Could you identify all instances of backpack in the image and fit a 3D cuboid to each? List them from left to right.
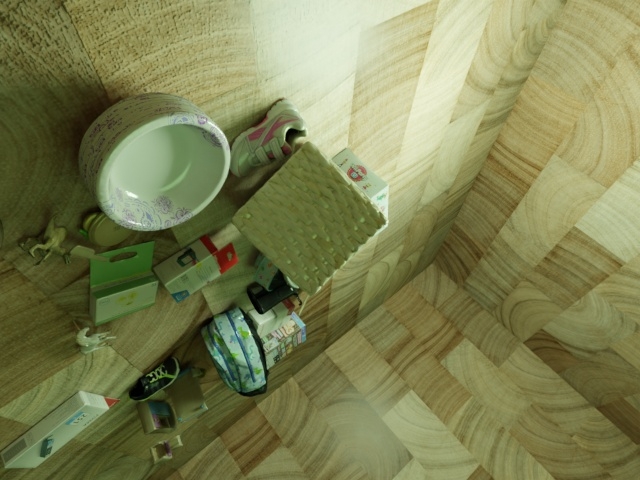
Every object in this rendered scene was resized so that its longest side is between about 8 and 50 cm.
[{"bbox_3d":[-0.347,0.445,1.673,0.274,0.290,0.355,-7,133,-24],"label":"backpack"},{"bbox_3d":[-0.168,0.097,1.537,0.165,0.144,0.188,-60,169,31],"label":"backpack"}]

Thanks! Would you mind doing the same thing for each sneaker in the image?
[{"bbox_3d":[-0.654,0.553,1.586,0.235,0.084,0.097,-44,155,0],"label":"sneaker"},{"bbox_3d":[-0.136,-0.255,1.074,0.252,0.111,0.103,-45,156,3],"label":"sneaker"}]

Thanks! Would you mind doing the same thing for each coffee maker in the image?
[{"bbox_3d":[-0.192,0.233,1.690,0.178,0.171,0.120,-32,159,-24],"label":"coffee maker"}]

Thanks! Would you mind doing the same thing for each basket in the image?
[{"bbox_3d":[-0.031,-0.074,1.177,0.328,0.331,0.266,-45,-175,4],"label":"basket"}]

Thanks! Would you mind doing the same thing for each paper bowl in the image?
[{"bbox_3d":[-0.345,-0.170,0.841,0.284,0.148,0.284,-34,154,-20],"label":"paper bowl"}]

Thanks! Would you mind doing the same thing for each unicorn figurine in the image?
[{"bbox_3d":[-0.666,0.291,1.180,0.111,0.060,0.161,-10,139,-52],"label":"unicorn figurine"}]

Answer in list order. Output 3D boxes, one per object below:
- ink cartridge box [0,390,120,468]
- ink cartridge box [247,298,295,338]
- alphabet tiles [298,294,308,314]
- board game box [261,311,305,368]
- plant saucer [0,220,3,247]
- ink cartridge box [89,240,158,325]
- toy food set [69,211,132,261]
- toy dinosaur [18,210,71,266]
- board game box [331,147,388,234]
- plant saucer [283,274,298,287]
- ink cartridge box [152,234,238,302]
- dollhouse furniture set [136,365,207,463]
[{"bbox_3d":[-0.890,0.671,1.431,0.296,0.066,0.261,-39,154,-12],"label":"ink cartridge box"},{"bbox_3d":[-0.244,0.367,1.919,0.218,0.092,0.158,-24,149,-40],"label":"ink cartridge box"},{"bbox_3d":[-0.034,0.208,1.883,0.342,0.011,0.285,84,30,-85],"label":"alphabet tiles"},{"bbox_3d":[-0.232,0.521,2.122,0.291,0.141,0.232,-34,154,-21],"label":"board game box"},{"bbox_3d":[-0.714,0.019,0.700,0.278,0.041,0.277,-36,154,-21],"label":"plant saucer"},{"bbox_3d":[-0.539,0.119,1.116,0.171,0.056,0.235,-18,147,-43],"label":"ink cartridge box"},{"bbox_3d":[-0.496,-0.041,0.957,0.192,0.039,0.132,-50,163,-6],"label":"toy food set"},{"bbox_3d":[-0.587,-0.003,0.870,0.092,0.053,0.183,-44,169,-40],"label":"toy dinosaur"},{"bbox_3d":[0.150,-0.170,1.521,0.098,0.224,0.303,-38,155,-10],"label":"board game box"},{"bbox_3d":[0.000,0.000,1.519,0.400,0.101,0.400,-48,147,-46],"label":"plant saucer"},{"bbox_3d":[-0.381,0.077,1.261,0.231,0.078,0.134,-35,155,-20],"label":"ink cartridge box"},{"bbox_3d":[-0.583,0.748,1.761,0.304,0.286,0.198,-30,154,-4],"label":"dollhouse furniture set"}]
